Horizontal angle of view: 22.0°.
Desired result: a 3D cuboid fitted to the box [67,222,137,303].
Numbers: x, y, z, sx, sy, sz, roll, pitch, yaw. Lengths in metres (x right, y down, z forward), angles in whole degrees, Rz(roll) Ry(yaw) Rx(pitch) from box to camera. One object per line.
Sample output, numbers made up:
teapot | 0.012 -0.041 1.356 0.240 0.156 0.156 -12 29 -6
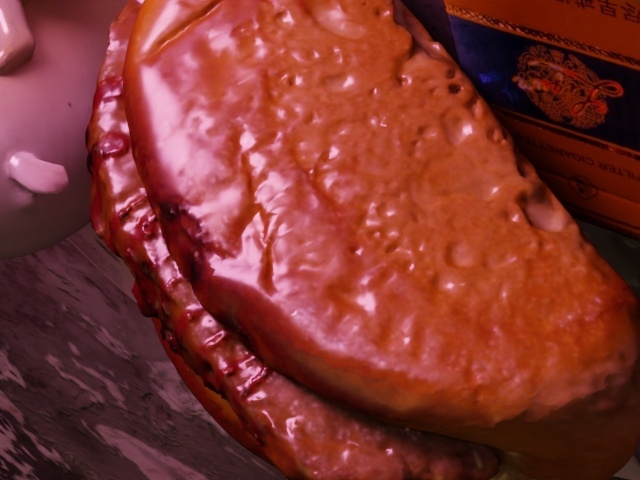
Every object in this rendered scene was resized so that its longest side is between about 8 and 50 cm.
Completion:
box | -0.176 -0.072 1.272 0.203 0.106 0.252 43 165 6

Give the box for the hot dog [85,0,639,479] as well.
hot dog | 0.000 -0.001 0.955 0.405 0.223 0.185 56 171 19

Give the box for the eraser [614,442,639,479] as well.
eraser | 0.152 0.107 1.228 0.210 0.068 0.124 7 138 47

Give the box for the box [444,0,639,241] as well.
box | 0.147 -0.106 0.895 0.152 0.070 0.237 22 150 33

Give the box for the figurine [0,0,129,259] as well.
figurine | -0.186 -0.191 1.034 0.226 0.274 0.394 21 115 52
